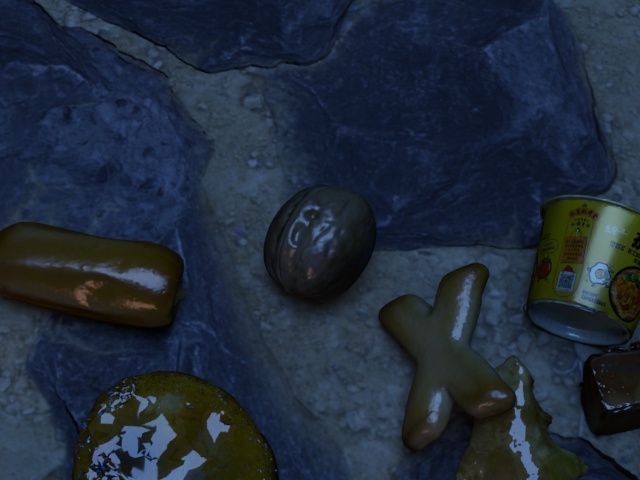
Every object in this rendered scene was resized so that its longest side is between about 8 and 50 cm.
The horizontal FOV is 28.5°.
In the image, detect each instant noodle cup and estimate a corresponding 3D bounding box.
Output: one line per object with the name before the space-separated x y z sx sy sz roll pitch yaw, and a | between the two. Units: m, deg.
instant noodle cup | 0.348 0.046 1.616 0.182 0.182 0.144 19 71 7

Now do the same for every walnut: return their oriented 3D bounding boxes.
walnut | 0.001 0.001 1.639 0.140 0.140 0.162 25 78 10

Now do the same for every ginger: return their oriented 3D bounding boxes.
ginger | 0.249 0.350 1.488 0.363 0.122 0.348 -41 69 -15

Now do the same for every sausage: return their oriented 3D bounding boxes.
sausage | -0.334 0.035 1.620 0.328 0.112 0.112 12 62 4

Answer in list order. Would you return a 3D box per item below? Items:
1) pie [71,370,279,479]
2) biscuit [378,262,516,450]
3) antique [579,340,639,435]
pie | -0.178 0.284 1.514 0.273 0.069 0.273 1 62 -3
biscuit | 0.152 0.140 1.563 0.164 0.047 0.208 -28 51 25
antique | 0.480 0.164 1.601 0.310 0.087 0.093 -12 61 -8
